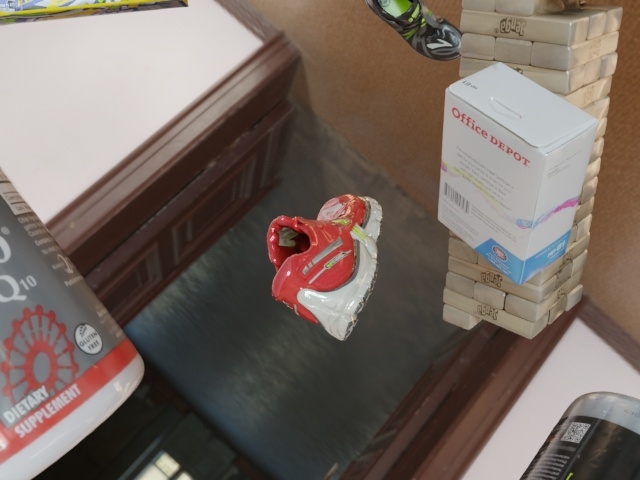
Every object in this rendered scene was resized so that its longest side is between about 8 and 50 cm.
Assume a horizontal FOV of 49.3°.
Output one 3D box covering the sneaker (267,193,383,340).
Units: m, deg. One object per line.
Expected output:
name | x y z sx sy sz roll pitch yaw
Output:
sneaker | 0.000 0.000 0.788 0.118 0.107 0.279 25 -161 -7

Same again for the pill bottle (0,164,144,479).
pill bottle | -0.337 0.033 0.595 0.363 0.210 0.210 55 156 -6

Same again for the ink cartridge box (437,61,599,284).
ink cartridge box | 0.128 -0.045 0.474 0.088 0.052 0.122 45 156 36

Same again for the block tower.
block tower | 0.168 -0.082 0.560 0.097 0.091 0.335 22 125 38

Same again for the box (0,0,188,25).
box | -0.200 -0.219 0.584 0.054 0.169 0.059 -114 18 -79

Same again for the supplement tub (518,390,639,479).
supplement tub | 0.285 0.336 0.750 0.193 0.316 0.193 36 154 21

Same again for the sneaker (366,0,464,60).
sneaker | 0.150 -0.347 1.110 0.188 0.067 0.078 34 -165 -4
